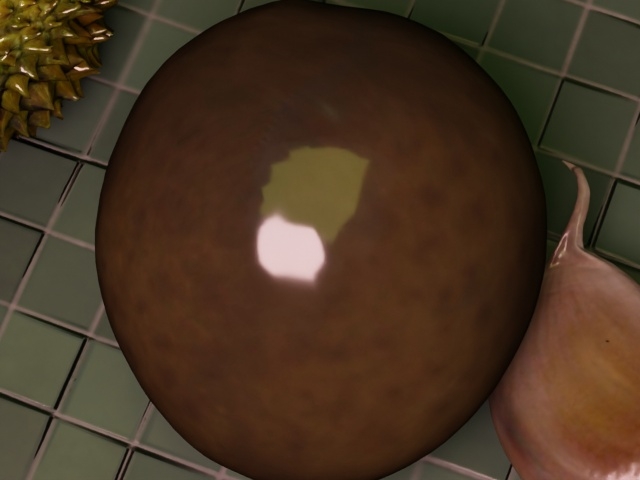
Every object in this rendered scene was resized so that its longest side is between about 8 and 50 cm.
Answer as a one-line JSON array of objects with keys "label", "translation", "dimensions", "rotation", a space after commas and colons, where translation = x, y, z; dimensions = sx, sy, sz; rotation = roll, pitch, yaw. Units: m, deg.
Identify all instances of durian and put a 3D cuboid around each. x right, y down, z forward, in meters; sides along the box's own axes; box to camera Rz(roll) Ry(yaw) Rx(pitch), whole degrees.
[{"label": "durian", "translation": [-0.280, -0.167, 1.395], "dimensions": [0.291, 0.291, 0.225], "rotation": [7, 82, 4]}]

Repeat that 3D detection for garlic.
[{"label": "garlic", "translation": [0.176, 0.086, 1.351], "dimensions": [0.148, 0.128, 0.267], "rotation": [-28, 67, -7]}]

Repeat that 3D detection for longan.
[{"label": "longan", "translation": [0.000, 0.000, 1.311], "dimensions": [0.318, 0.319, 0.319], "rotation": [0, 70, 1]}]
